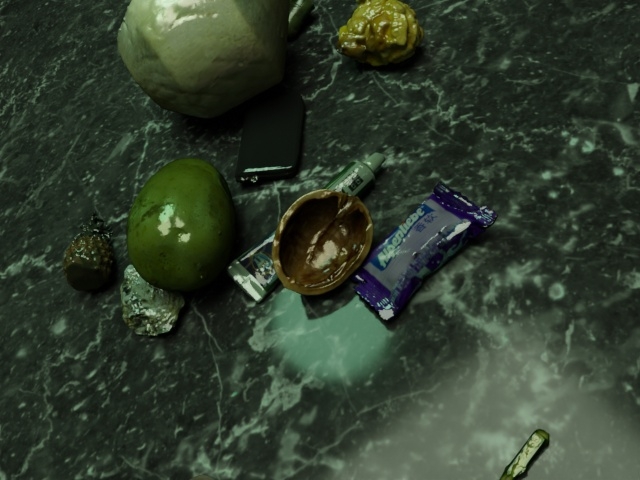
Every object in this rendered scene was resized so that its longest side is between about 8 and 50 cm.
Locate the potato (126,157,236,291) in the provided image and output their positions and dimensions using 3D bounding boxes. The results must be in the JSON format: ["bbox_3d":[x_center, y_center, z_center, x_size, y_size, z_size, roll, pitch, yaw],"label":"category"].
[{"bbox_3d":[-0.274,-0.037,1.224,0.216,0.216,0.304,-11,55,13],"label":"potato"}]

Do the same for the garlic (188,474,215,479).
[{"bbox_3d":[-0.189,0.490,0.907,0.217,0.110,0.228,28,71,29],"label":"garlic"}]

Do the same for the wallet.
[{"bbox_3d":[-0.111,-0.231,1.394,0.149,0.044,0.250,-6,55,12],"label":"wallet"}]

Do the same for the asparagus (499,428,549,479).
[{"bbox_3d":[0.296,0.317,0.891,0.108,0.021,0.025,-46,56,-12],"label":"asparagus"}]

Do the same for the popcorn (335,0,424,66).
[{"bbox_3d":[0.138,-0.478,1.410,0.194,0.140,0.163,-4,65,30],"label":"popcorn"}]

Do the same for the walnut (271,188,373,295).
[{"bbox_3d":[-0.001,0.001,1.148,0.167,0.087,0.211,40,89,-3],"label":"walnut"}]

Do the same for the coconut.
[{"bbox_3d":[-0.250,-0.486,1.421,0.416,0.344,0.415,-24,34,17],"label":"coconut"}]

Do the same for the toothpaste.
[{"bbox_3d":[-0.016,-0.042,1.219,0.392,0.061,0.099,-44,80,-10],"label":"toothpaste"}]

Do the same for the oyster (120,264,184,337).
[{"bbox_3d":[-0.349,0.123,1.237,0.177,0.064,0.125,20,63,28],"label":"oyster"}]

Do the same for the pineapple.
[{"bbox_3d":[-0.504,0.018,1.349,0.108,0.108,0.197,-21,41,6],"label":"pineapple"}]

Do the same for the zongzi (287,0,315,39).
[{"bbox_3d":[-0.092,-0.573,1.620,0.154,0.062,0.130,-57,35,-1],"label":"zongzi"}]

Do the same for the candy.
[{"bbox_3d":[0.175,0.013,1.107,0.275,0.070,0.145,-44,46,1],"label":"candy"}]
